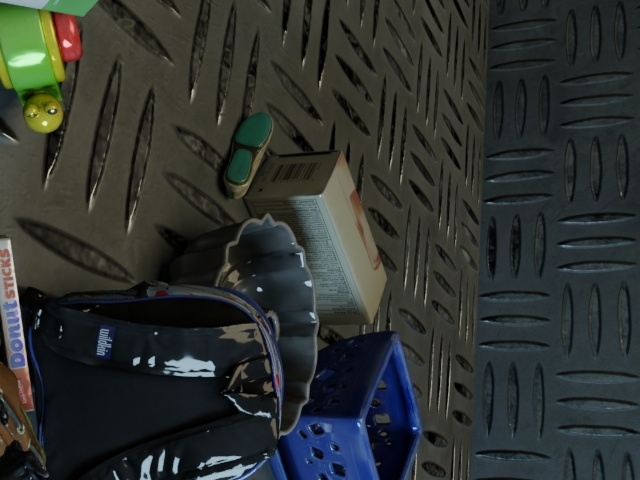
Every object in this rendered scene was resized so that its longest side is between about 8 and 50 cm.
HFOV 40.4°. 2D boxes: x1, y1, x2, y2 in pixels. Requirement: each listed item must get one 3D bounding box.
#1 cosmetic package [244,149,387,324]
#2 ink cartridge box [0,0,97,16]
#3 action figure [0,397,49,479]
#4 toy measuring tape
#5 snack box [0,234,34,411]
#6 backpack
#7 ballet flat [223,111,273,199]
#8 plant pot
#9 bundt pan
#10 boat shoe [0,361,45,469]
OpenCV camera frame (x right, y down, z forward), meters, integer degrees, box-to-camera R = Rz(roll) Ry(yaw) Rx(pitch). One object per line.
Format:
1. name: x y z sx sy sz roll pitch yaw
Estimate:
1. cosmetic package: 0.000 0.000 1.517 0.129 0.153 0.296 -65 145 -45
2. ink cartridge box: -0.303 -0.303 0.771 0.219 0.092 0.160 -6 69 -52
3. action figure: -0.344 0.207 0.625 0.275 0.141 0.164 -30 100 -29
4. toy measuring tape: -0.316 -0.273 0.884 0.121 0.121 0.330 -27 108 -64
5. snack box: -0.322 0.085 0.899 0.022 0.064 0.178 -9 97 -25
6. backpack: -0.171 0.167 0.979 0.213 0.263 0.277 -58 144 -81
7. ballet flat: -0.121 -0.137 1.402 0.052 0.057 0.168 102 8 -54
8. plant pot: 0.029 0.311 1.470 0.236 0.212 0.236 -57 137 -53
9. bundt pan: -0.123 0.129 1.260 0.331 0.124 0.331 -4 90 -65
10. boat shoe: -0.344 0.149 0.805 0.104 0.110 0.307 -68 155 -52
